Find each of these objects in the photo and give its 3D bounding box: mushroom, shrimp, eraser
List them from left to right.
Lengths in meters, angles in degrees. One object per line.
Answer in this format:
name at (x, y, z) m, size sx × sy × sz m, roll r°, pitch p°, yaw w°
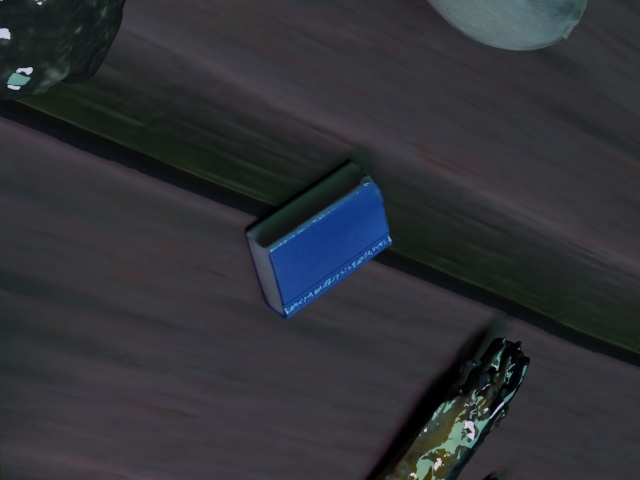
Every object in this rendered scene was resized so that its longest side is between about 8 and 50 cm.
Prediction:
eraser at (0.000, 0.000, 1.179) m, size 0.085 × 0.027 × 0.063 m, roll -35°, pitch 136°, yaw -20°
mushroom at (0.077, -0.173, 1.086) m, size 0.225 × 0.093 × 0.116 m, roll 10°, pitch 97°, yaw -37°
shrimp at (0.101, 0.167, 1.387) m, size 0.152 × 0.046 × 0.219 m, roll 16°, pitch 110°, yaw -48°

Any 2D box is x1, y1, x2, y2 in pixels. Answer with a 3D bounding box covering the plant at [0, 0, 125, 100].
plant at (-0.139, -0.163, 0.846) m, size 0.132 × 0.129 × 0.194 m, roll -18°, pitch 133°, yaw -38°
